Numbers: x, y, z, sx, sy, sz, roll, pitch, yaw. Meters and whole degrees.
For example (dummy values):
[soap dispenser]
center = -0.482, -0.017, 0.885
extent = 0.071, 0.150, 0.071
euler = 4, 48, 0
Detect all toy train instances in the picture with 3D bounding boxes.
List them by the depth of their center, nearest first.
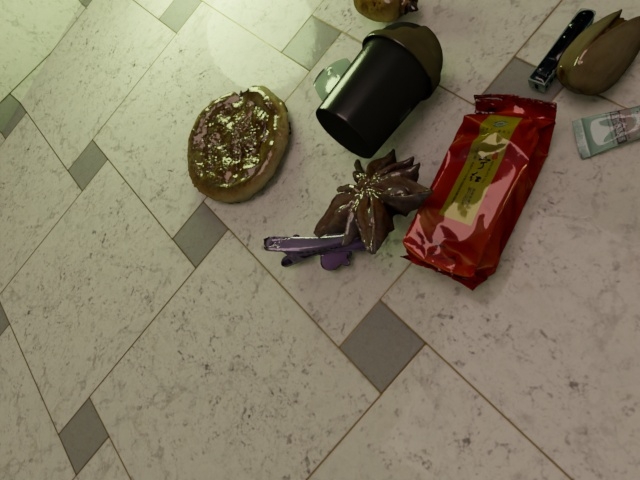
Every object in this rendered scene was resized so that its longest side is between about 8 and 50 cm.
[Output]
[toy train]
center = 0.547, -0.432, 1.191
extent = 0.043, 0.047, 0.208
euler = 36, 90, 33

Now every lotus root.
[lotus root]
center = 0.184, -0.657, 1.436
extent = 0.220, 0.118, 0.125
euler = 26, 117, 31

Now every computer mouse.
[computer mouse]
center = 0.056, -0.417, 1.441
extent = 0.127, 0.079, 0.231
euler = -37, 55, 9

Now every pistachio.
[pistachio]
center = 0.588, -0.396, 1.108
extent = 0.129, 0.131, 0.206
euler = 39, 89, 25

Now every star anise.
[star anise]
center = 0.126, -0.097, 1.204
extent = 0.292, 0.109, 0.349
euler = -45, 29, -19

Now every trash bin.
[trash bin]
center = 0.155, -0.380, 1.278
extent = 0.214, 0.214, 0.334
euler = 36, 84, 34

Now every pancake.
[pancake]
center = -0.253, -0.294, 1.565
extent = 0.381, 0.071, 0.383
euler = -10, 68, 25

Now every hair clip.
[hair clip]
center = 0.002, 0.008, 1.310
extent = 0.278, 0.090, 0.137
euler = -4, 57, 20

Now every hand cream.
[hand cream]
center = 0.686, -0.250, 1.048
extent = 0.330, 0.058, 0.086
euler = -15, 82, 29

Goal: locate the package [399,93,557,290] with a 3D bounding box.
[package]
center = 0.341, -0.108, 1.136
extent = 0.195, 0.123, 0.424
euler = 22, 83, 33
